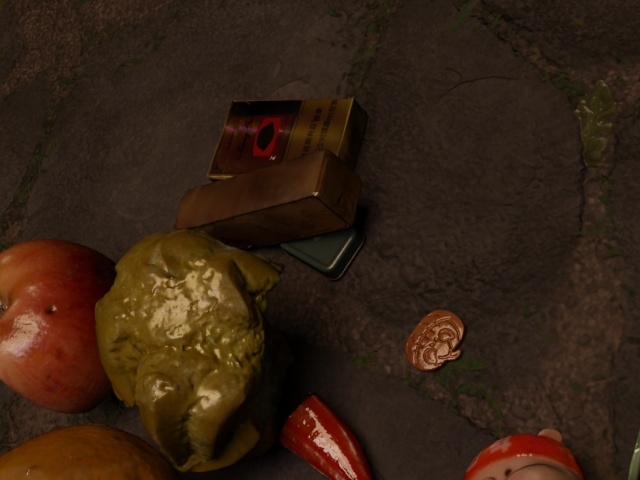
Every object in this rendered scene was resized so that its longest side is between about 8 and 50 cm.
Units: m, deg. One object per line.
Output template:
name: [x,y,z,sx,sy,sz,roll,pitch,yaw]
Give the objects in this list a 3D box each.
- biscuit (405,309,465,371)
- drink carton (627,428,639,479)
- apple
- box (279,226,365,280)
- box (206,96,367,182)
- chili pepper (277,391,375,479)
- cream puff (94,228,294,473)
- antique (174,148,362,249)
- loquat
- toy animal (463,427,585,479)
biscuit: [0.160,0.139,1.217,0.078,0.015,0.091,32,84,37]
drink carton: [0.420,0.227,0.958,0.142,0.146,0.144,15,74,25]
apple: [-0.391,0.105,1.392,0.163,0.251,0.293,-41,53,17]
box: [0.000,0.000,1.366,0.126,0.031,0.091,30,82,38]
box: [-0.055,-0.155,1.453,0.240,0.071,0.159,5,71,30]
chili pepper: [0.022,0.293,1.191,0.169,0.065,0.088,43,105,31]
cream puff: [-0.187,0.158,1.195,0.274,0.323,0.270,11,49,18]
antique: [-0.089,-0.052,1.371,0.310,0.093,0.087,-12,53,37]
loquat: [-0.320,0.399,1.160,0.328,0.328,0.328,-13,61,23]
toy animal: [0.240,0.318,0.997,0.171,0.171,0.197,-31,58,12]
